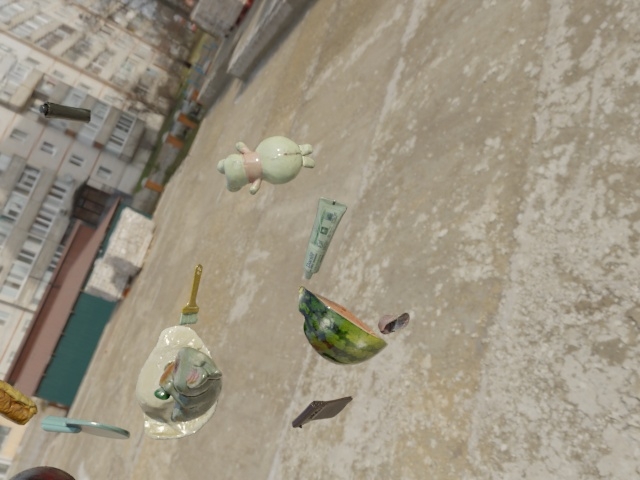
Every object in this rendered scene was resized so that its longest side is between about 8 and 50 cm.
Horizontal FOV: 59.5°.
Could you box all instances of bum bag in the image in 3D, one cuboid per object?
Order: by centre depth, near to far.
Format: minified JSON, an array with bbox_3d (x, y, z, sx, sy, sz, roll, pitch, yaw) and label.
[{"bbox_3d":[0.009,0.458,1.496,0.109,0.159,0.026,-53,51,30],"label":"bum bag"}]

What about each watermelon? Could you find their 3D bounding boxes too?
[{"bbox_3d":[0.054,0.251,1.419,0.128,0.303,0.159,-54,32,2],"label":"watermelon"}]

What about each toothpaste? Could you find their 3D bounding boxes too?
[{"bbox_3d":[0.000,0.000,1.265,0.041,0.064,0.218,-77,6,-58],"label":"toothpaste"}]

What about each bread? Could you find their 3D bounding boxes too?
[{"bbox_3d":[-0.608,0.303,1.074,0.074,0.132,0.053,6,51,34],"label":"bread"}]

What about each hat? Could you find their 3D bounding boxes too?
[{"bbox_3d":[0.188,0.208,1.453,0.087,0.058,0.042,-36,46,3],"label":"hat"}]

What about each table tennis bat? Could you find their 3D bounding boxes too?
[{"bbox_3d":[-0.592,0.470,1.402,0.244,0.153,0.040,0,59,18],"label":"table tennis bat"}]

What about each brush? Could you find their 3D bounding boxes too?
[{"bbox_3d":[-0.447,0.190,1.967,0.010,0.082,0.218,11,91,33],"label":"brush"}]

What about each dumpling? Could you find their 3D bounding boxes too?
[{"bbox_3d":[-0.367,0.372,1.452,0.175,0.227,0.243,-41,-51,-64],"label":"dumpling"}]

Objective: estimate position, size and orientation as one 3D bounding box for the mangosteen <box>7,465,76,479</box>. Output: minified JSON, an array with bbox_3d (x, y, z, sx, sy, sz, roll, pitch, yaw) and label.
[{"bbox_3d":[-0.528,0.546,1.050,0.216,0.216,0.216,-50,26,35],"label":"mangosteen"}]

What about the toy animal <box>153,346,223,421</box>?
[{"bbox_3d":[-0.227,0.245,1.018,0.108,0.138,0.236,60,141,23],"label":"toy animal"}]

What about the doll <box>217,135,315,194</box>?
[{"bbox_3d":[-0.153,-0.208,1.545,0.113,0.275,0.154,56,-159,-82],"label":"doll"}]

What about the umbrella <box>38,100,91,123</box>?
[{"bbox_3d":[-0.606,-0.306,1.334,0.031,0.133,0.036,-20,84,28],"label":"umbrella"}]
